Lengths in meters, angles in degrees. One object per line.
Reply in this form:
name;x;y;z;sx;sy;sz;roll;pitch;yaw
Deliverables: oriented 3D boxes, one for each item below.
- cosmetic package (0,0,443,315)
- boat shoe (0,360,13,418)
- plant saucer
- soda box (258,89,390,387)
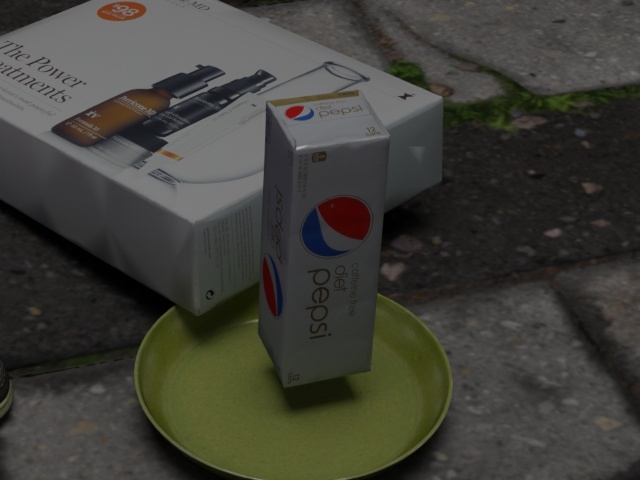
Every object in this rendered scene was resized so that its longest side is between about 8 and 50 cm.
cosmetic package;-0.125;-0.099;1.609;0.377;0.097;0.284;27;40;37
boat shoe;-0.340;0.101;1.366;0.224;0.073;0.080;0;37;-5
plant saucer;-0.021;0.113;1.412;0.241;0.037;0.241;2;37;-2
soda box;0.000;0.000;1.351;0.074;0.216;0.069;-9;39;-16
